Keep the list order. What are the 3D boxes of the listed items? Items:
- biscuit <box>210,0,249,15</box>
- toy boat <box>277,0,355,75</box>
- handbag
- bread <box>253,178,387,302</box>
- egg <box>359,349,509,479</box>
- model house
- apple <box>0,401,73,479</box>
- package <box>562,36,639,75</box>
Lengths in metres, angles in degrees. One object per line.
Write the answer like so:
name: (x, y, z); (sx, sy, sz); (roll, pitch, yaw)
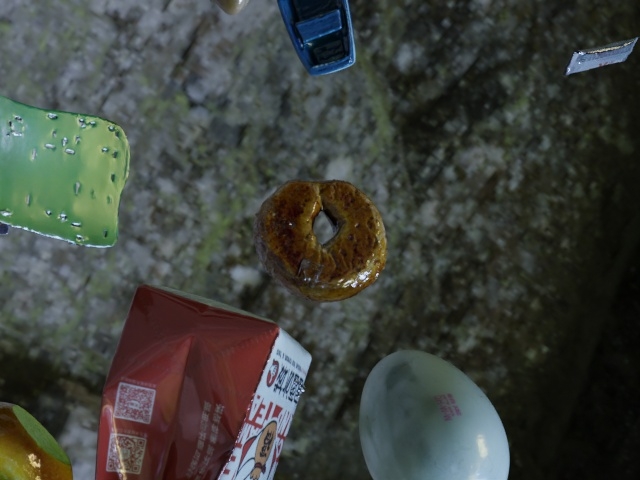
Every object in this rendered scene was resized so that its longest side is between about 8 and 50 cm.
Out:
biscuit: (-0.181, -0.450, 1.512); (0.325, 0.044, 0.217); (39, -60, 20)
toy boat: (-0.017, -0.382, 1.708); (0.096, 0.062, 0.299); (-15, -92, 15)
handbag: (-0.131, 0.204, 1.087); (0.151, 0.171, 0.298); (17, -101, 15)
bread: (0.000, 0.000, 1.661); (0.064, 0.193, 0.193); (114, -11, -68)
egg: (0.142, 0.254, 1.570); (0.183, 0.183, 0.264); (-44, -137, 16)
model house: (-0.257, -0.054, 1.017); (0.088, 0.167, 0.117); (-13, -109, 51)
apple: (-0.230, 0.169, 0.834); (0.099, 0.114, 0.102); (-40, 177, -8)
package: (0.334, -0.219, 1.428); (0.015, 0.110, 0.037); (57, -34, 28)
